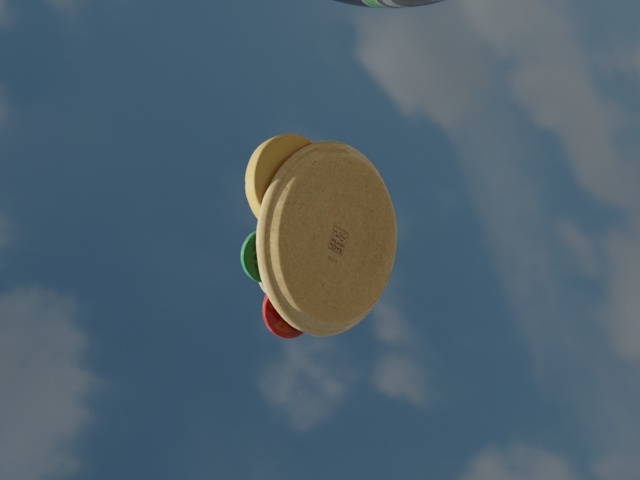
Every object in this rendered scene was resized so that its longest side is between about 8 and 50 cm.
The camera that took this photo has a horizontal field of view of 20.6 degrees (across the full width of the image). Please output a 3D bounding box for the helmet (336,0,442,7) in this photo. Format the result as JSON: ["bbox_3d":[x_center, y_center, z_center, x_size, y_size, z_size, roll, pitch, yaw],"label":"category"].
[{"bbox_3d":[0.035,-0.186,0.823,0.161,0.169,0.169,2,-115,-67],"label":"helmet"}]

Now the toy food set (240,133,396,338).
[{"bbox_3d":[0.000,0.000,0.720,0.083,0.020,0.082,9,-94,-46],"label":"toy food set"}]
